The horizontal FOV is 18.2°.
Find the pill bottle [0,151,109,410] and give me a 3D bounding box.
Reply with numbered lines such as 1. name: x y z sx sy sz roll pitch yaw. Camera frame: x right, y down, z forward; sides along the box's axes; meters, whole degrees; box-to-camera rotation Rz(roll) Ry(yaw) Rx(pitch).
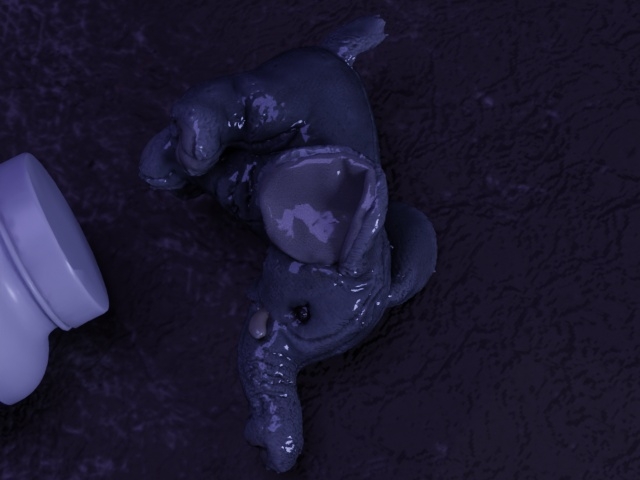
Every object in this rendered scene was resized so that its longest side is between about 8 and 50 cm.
1. pill bottle: -0.317 0.065 1.378 0.323 0.181 0.181 -26 58 2

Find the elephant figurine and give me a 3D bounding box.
1. elephant figurine: 0.000 0.000 1.347 0.169 0.186 0.239 -14 60 -41
